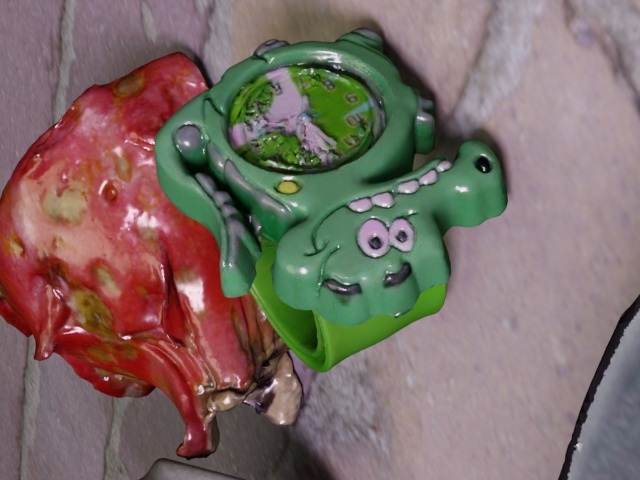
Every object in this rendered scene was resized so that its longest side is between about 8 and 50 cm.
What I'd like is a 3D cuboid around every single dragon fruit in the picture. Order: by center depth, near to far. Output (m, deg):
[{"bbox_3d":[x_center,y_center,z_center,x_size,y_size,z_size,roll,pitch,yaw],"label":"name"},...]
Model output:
[{"bbox_3d":[-0.105,0.041,0.924,0.211,0.134,0.262,45,146,24],"label":"dragon fruit"}]

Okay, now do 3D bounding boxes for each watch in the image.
[{"bbox_3d":[0.000,0.000,0.699,0.165,0.131,0.152,52,160,31],"label":"watch"}]

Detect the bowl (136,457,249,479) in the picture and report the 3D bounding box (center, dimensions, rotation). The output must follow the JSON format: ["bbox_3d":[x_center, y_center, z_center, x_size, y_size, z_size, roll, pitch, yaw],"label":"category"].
[{"bbox_3d":[-0.065,0.214,0.896,0.313,0.313,0.146,-11,60,64],"label":"bowl"}]

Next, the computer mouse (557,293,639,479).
[{"bbox_3d":[0.160,0.122,0.479,0.203,0.114,0.374,52,142,36],"label":"computer mouse"}]
